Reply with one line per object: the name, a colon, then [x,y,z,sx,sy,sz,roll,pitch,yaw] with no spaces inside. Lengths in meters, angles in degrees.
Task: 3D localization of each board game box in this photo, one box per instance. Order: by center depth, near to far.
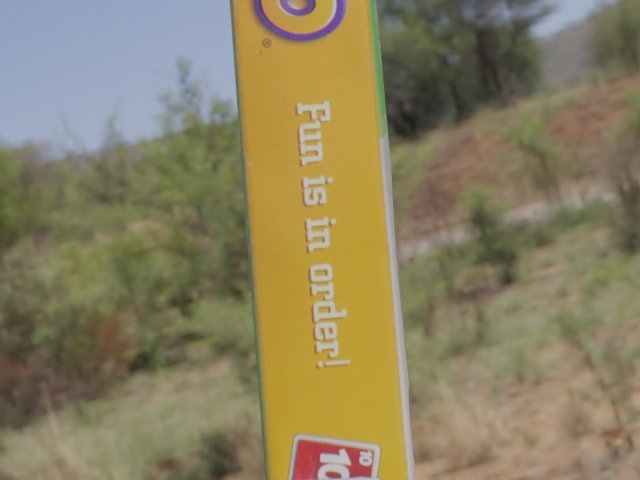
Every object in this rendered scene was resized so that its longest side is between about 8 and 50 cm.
board game box: [0.000,0.000,0.400,0.039,0.259,0.124,-2,-7,1]
